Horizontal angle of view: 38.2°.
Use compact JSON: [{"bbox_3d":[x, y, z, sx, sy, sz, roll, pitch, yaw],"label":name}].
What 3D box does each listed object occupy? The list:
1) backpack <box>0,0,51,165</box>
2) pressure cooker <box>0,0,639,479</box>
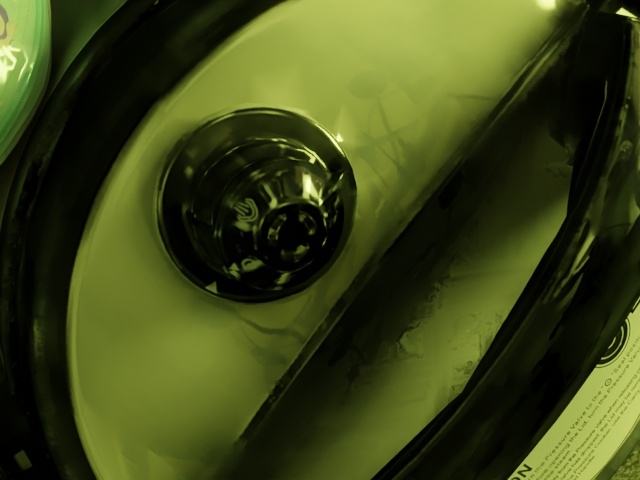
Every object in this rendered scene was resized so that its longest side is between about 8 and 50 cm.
[{"bbox_3d":[-0.226,-0.083,0.361,0.191,0.225,0.253,39,21,-38],"label":"backpack"},{"bbox_3d":[-0.005,-0.002,0.523,0.420,0.375,0.370,-140,-136,-61],"label":"pressure cooker"}]
